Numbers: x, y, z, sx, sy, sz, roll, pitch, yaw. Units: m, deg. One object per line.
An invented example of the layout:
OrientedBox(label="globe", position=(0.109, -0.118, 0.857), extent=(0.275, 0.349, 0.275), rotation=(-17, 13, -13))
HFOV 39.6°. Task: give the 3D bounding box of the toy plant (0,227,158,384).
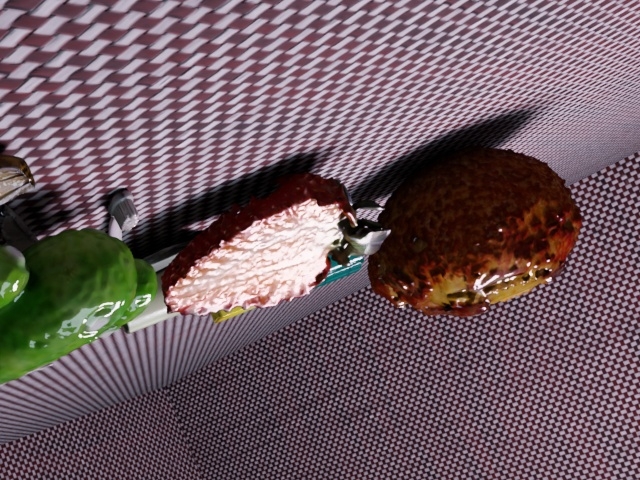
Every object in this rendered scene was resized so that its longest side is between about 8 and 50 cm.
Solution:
OrientedBox(label="toy plant", position=(-0.308, 0.085, 0.806), extent=(0.316, 0.184, 0.224), rotation=(-32, 160, 2))

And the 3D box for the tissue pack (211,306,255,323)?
OrientedBox(label="tissue pack", position=(-0.103, 0.056, 1.422), extent=(0.176, 0.095, 0.062), rotation=(-21, 172, -24))

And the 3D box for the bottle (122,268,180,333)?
OrientedBox(label="bottle", position=(-0.202, 0.069, 1.310), extent=(0.202, 0.072, 0.072), rotation=(-20, 171, -21))

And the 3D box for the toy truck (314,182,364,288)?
OrientedBox(label="toy truck", position=(0.000, 0.000, 1.288), extent=(0.114, 0.124, 0.253), rotation=(-21, 170, -4))

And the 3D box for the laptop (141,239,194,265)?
OrientedBox(label="laptop", position=(-0.272, 0.057, 1.152), extent=(0.269, 0.015, 0.187), rotation=(-26, 180, 12))

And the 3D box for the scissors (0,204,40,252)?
OrientedBox(label="scissors", position=(-0.286, 0.011, 0.876), extent=(0.109, 0.022, 0.300), rotation=(-26, 172, -15))

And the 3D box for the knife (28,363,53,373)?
OrientedBox(label="knife", position=(-0.637, 0.284, 1.647), extent=(0.298, 0.017, 0.047), rotation=(-24, 175, -28))

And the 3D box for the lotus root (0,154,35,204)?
OrientedBox(label="lotus root", position=(-0.248, -0.038, 0.634), extent=(0.083, 0.030, 0.037), rotation=(-27, 141, 3))

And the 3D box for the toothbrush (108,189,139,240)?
OrientedBox(label="toothbrush", position=(-0.227, 0.006, 0.978), extent=(0.025, 0.029, 0.307), rotation=(-25, 173, -23))

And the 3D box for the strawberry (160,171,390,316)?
OrientedBox(label="strawberry", position=(-0.064, -0.006, 1.079), extent=(0.286, 0.106, 0.188), rotation=(-17, 142, -13))

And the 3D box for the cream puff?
OrientedBox(label="cream puff", position=(0.228, -0.025, 1.377), extent=(0.351, 0.228, 0.350), rotation=(-20, -164, 6))
